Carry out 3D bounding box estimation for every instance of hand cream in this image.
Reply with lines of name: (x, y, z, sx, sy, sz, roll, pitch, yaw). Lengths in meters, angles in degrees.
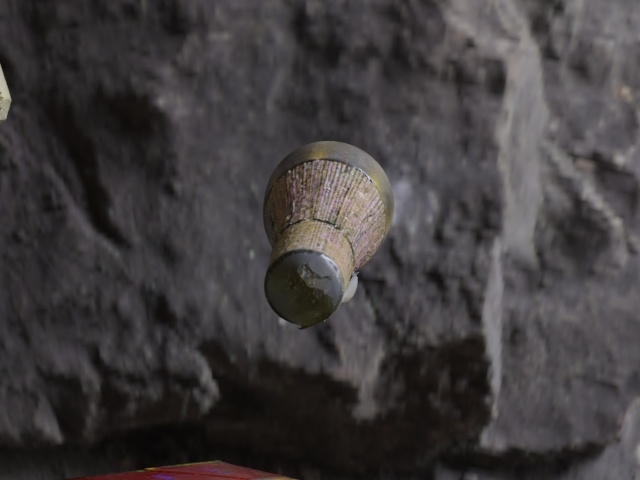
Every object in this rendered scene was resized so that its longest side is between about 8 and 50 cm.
hand cream: (0.000, 0.000, 1.181, 0.084, 0.084, 0.203, 5, 15, 2)

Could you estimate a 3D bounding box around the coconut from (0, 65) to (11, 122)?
coconut: (-0.362, -0.157, 1.892, 0.116, 0.116, 0.122, -22, 92, -14)

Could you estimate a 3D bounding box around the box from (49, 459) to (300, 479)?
box: (-0.143, 0.259, 1.321, 0.089, 0.313, 0.197, 6, 92, 36)
